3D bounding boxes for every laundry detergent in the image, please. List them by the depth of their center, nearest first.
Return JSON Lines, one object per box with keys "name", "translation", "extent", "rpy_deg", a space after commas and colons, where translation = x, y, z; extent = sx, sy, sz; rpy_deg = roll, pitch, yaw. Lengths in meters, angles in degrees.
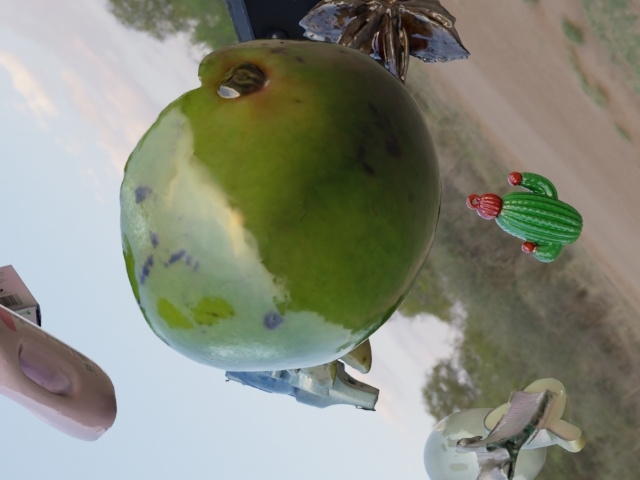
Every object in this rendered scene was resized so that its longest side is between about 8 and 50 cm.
{"name": "laundry detergent", "translation": [-0.387, 0.136, 1.094], "extent": [0.159, 0.088, 0.335], "rpy_deg": [45, 179, 43]}

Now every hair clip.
{"name": "hair clip", "translation": [0.267, 0.240, 1.162], "extent": [0.218, 0.159, 0.071], "rpy_deg": [-32, -73, -49]}

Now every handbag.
{"name": "handbag", "translation": [0.003, -0.352, 1.461], "extent": [0.118, 0.269, 0.325], "rpy_deg": [40, 153, 52]}

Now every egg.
{"name": "egg", "translation": [0.261, 0.341, 1.436], "extent": [0.151, 0.209, 0.151], "rpy_deg": [21, -119, -43]}

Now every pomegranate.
{"name": "pomegranate", "translation": [0.000, 0.000, 0.794], "extent": [0.216, 0.309, 0.358], "rpy_deg": [8, 137, 31]}

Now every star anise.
{"name": "star anise", "translation": [0.097, -0.289, 1.233], "extent": [0.229, 0.236, 0.093], "rpy_deg": [26, 139, 17]}

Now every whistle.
{"name": "whistle", "translation": [-0.038, 0.199, 1.375], "extent": [0.269, 0.093, 0.180], "rpy_deg": [15, -178, 8]}

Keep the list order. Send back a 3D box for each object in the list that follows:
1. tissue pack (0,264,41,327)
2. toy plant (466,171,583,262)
{"name": "tissue pack", "translation": [-0.606, 0.136, 1.495], "extent": [0.148, 0.246, 0.092], "rpy_deg": [40, 135, 44]}
{"name": "toy plant", "translation": [0.429, -0.063, 1.855], "extent": [0.240, 0.154, 0.088], "rpy_deg": [38, 170, -8]}
